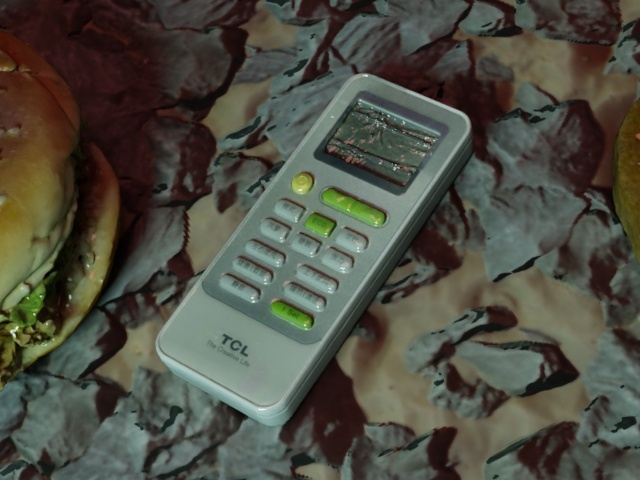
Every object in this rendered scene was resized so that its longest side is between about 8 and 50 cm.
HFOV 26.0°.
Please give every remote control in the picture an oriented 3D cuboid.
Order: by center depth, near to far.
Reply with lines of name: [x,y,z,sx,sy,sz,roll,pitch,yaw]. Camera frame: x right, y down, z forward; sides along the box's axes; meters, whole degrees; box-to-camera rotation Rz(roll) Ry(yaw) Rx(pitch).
remote control: [0.000,0.000,0.908,0.103,0.034,0.250,27,67,25]

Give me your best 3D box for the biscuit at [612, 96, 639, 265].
biscuit: [0.322,-0.031,0.848,0.257,0.049,0.273,-34,57,-6]

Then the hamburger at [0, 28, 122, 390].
hamburger: [-0.261,-0.012,0.911,0.243,0.146,0.286,-4,60,18]
